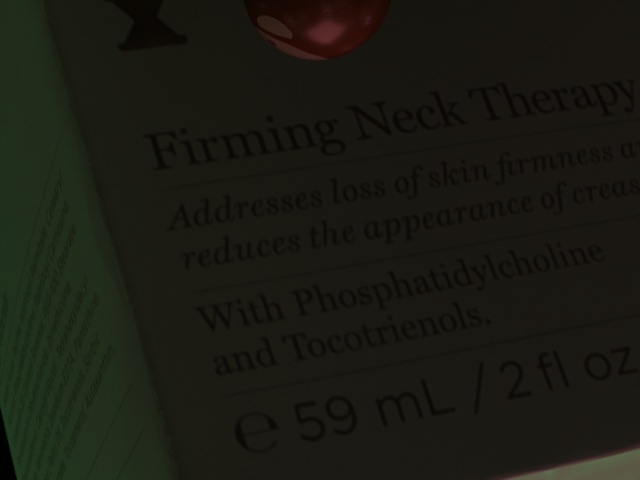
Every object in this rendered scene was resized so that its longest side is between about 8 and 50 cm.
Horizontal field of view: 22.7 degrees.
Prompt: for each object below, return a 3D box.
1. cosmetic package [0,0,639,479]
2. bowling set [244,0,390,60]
[{"bbox_3d":[0.000,0.000,0.855,0.329,0.394,0.327,-9,154,-22],"label":"cosmetic package"},{"bbox_3d":[-0.066,-0.156,0.566,0.154,0.200,0.287,-11,172,16],"label":"bowling set"}]
